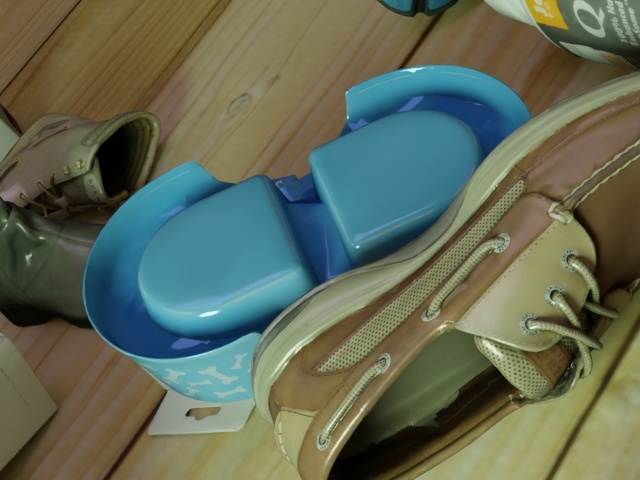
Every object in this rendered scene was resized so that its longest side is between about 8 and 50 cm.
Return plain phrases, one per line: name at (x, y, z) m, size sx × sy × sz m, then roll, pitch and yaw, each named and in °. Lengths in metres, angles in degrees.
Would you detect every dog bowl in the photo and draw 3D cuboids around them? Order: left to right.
dog bowl at (0.000, 0.000, 0.865) m, size 0.297 × 0.074 × 0.166 m, roll -24°, pitch 45°, yaw 1°

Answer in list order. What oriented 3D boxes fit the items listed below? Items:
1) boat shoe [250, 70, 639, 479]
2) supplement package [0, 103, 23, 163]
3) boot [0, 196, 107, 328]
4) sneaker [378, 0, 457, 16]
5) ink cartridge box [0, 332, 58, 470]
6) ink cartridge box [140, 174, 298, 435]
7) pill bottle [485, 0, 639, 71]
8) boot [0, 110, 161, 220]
boat shoe at (0.109, 0.035, 0.737) m, size 0.324 × 0.123 × 0.116 m, roll -39°, pitch 39°, yaw 15°
supplement package at (-0.478, -0.135, 1.464) m, size 0.204 × 0.262 × 0.145 m, roll -43°, pitch 31°, yaw -2°
boot at (-0.242, -0.004, 1.128) m, size 0.246 × 0.161 × 0.083 m, roll -11°, pitch 43°, yaw 42°
sneaker at (0.173, -0.319, 1.090) m, size 0.341 × 0.125 × 0.139 m, roll -28°, pitch 28°, yaw 18°
ink cartridge box at (-0.316, 0.164, 1.046) m, size 0.140 × 0.082 × 0.190 m, roll -9°, pitch 29°, yaw 43°
ink cartridge box at (-0.071, 0.045, 0.969) m, size 0.104 × 0.061 × 0.181 m, roll -10°, pitch 44°, yaw 42°
pill bottle at (0.213, -0.179, 0.828) m, size 0.162 × 0.162 × 0.278 m, roll -47°, pitch 31°, yaw -8°
boot at (-0.249, -0.037, 1.268) m, size 0.165 × 0.077 × 0.213 m, roll 2°, pitch 52°, yaw 47°
